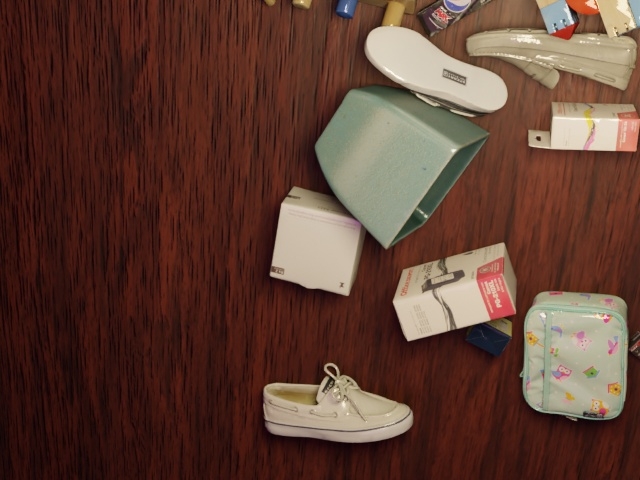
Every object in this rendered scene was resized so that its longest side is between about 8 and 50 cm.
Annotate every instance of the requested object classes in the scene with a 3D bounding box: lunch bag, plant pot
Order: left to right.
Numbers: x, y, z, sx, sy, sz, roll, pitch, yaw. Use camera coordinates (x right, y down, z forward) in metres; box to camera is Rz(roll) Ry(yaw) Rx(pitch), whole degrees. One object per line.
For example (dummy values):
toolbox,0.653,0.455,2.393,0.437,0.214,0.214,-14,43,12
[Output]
plant pot,0.141,-0.177,1.741,0.252,0.247,0.248,40,116,12
lunch bag,0.541,0.251,1.880,0.224,0.108,0.279,3,112,19

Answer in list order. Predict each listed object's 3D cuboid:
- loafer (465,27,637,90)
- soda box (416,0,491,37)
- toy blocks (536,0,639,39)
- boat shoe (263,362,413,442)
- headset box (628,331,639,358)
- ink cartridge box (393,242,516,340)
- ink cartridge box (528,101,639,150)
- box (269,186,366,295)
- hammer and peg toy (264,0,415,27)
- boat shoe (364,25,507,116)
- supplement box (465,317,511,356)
loafer,0.433,-0.343,1.666,0.319,0.112,0.111,7,105,10
soda box,0.271,-0.457,1.683,0.169,0.060,0.053,-28,103,22
toy blocks,0.520,-0.476,1.526,0.381,0.190,0.261,-18,97,33
boat shoe,0.032,0.368,2.051,0.367,0.136,0.157,-1,109,24
headset box,0.706,0.228,1.882,0.083,0.032,0.062,37,115,-3
ink cartridge box,0.285,0.107,1.851,0.237,0.172,0.100,-17,107,19
ink cartridge box,0.505,-0.222,1.696,0.198,0.115,0.067,3,113,11
box,0.000,0.000,1.902,0.181,0.119,0.182,14,114,7
hammer and peg toy,0.006,-0.512,1.627,0.361,0.266,0.127,16,87,7
boat shoe,0.212,-0.318,1.706,0.301,0.102,0.108,17,74,-16
supplement box,0.368,0.196,1.917,0.083,0.083,0.056,28,115,0
